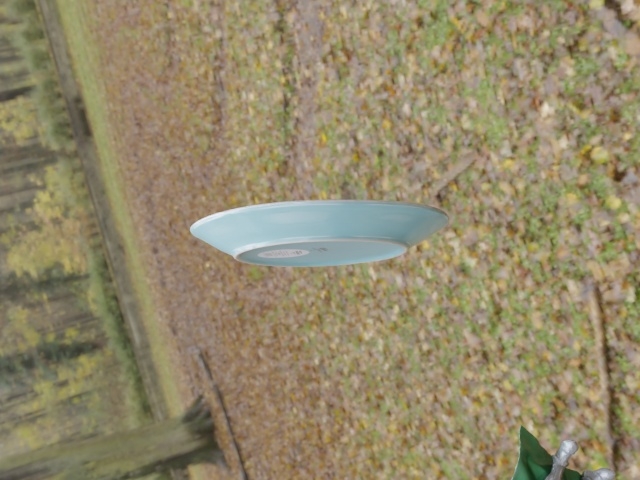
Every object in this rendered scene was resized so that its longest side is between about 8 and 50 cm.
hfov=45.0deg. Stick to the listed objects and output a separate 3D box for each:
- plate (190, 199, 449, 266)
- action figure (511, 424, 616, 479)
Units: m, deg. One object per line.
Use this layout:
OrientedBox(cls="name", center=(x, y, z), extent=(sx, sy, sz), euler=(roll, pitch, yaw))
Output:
OrientedBox(cls="plate", center=(0.000, 0.000, 0.565), extent=(0.188, 0.188, 0.024), euler=(149, 119, -72))
OrientedBox(cls="action figure", center=(0.216, 0.297, 0.723), extent=(0.137, 0.232, 0.063), euler=(36, 138, 1))
